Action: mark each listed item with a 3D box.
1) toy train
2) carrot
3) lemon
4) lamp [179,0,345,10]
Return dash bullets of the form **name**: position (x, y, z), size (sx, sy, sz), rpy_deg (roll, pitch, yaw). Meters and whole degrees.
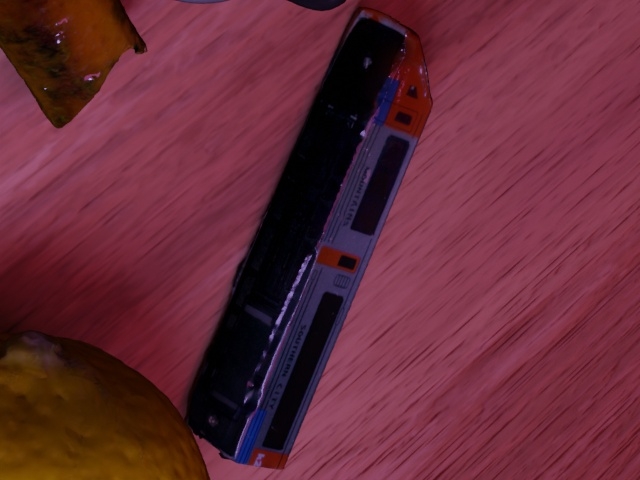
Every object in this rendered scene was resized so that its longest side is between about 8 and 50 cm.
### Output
- **toy train**: position (0.000, 0.000, 1.730), size (0.089, 0.086, 0.409), rpy_deg (19, 96, -41)
- **carrot**: position (-0.227, -0.220, 1.451), size (0.114, 0.114, 0.302), rpy_deg (-41, 129, -16)
- **lemon**: position (-0.232, 0.238, 1.508), size (0.336, 0.336, 0.336), rpy_deg (-15, 117, -32)
- **lamp**: position (-0.074, -0.269, 1.505), size (0.244, 0.198, 0.198), rpy_deg (19, 97, -56)
